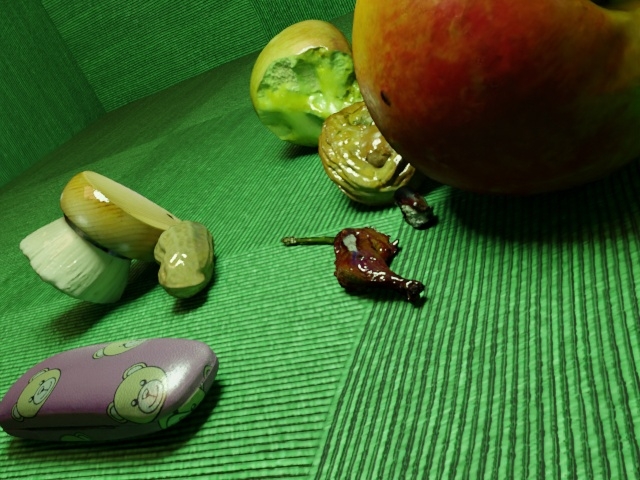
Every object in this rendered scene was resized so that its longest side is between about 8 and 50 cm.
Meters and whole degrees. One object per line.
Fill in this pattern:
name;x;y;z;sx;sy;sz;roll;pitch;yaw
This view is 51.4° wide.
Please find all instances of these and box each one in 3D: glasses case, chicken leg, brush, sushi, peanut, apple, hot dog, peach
glasses case;-0.257;0.175;0.781;0.316;0.075;0.123;-11;27;31
chicken leg;0.060;0.026;0.806;0.093;0.053;0.205;-11;28;-1
brush;-0.342;0.006;1.115;0.174;0.267;0.166;38;97;26
sushi;0.127;-0.051;0.890;0.044;0.046;0.083;-27;23;-3
peanut;-0.206;0.025;1.017;0.083;0.093;0.194;-62;14;17
apple;-0.019;-0.296;1.307;0.226;0.246;0.246;-28;23;16
hot dog;0.096;-0.157;1.049;0.196;0.122;0.272;-18;24;16
peach;0.215;-0.225;0.780;0.388;0.388;0.388;-22;24;10

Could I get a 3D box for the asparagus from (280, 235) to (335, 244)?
asparagus;0.000;0.000;0.957;0.166;0.013;0.016;1;25;45
